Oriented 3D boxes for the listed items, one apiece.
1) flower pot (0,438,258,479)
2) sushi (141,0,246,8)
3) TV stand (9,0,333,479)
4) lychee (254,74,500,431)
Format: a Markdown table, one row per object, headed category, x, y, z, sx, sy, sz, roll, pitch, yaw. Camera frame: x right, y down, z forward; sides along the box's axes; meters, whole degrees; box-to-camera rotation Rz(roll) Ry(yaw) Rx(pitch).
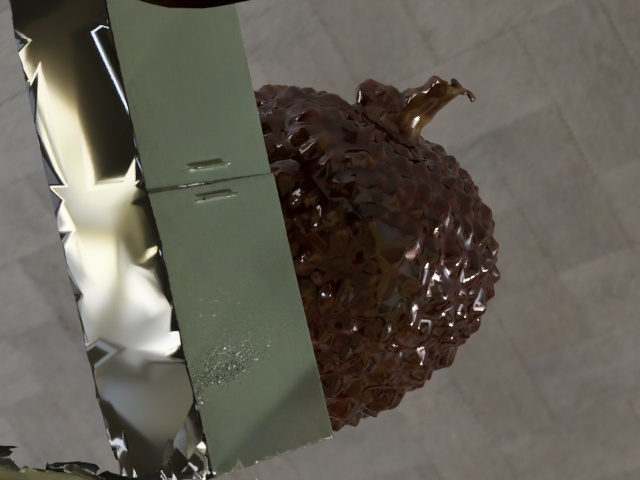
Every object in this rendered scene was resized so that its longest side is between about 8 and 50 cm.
| category | x | y | z | sx | sy | sz | roll | pitch | yaw |
| --- | --- | --- | --- | --- | --- | --- | --- | --- | --- |
| flower pot | -0.148 | 0.188 | 0.392 | 0.290 | 0.259 | 0.290 | 3 | 161 | 1 |
| sushi | -0.053 | -0.193 | 0.472 | 0.227 | 0.215 | 0.212 | 45 | 115 | 35 |
| TV stand | -0.076 | -0.021 | 0.696 | 0.088 | 0.083 | 0.269 | -15 | 89 | 47 |
| lychee | 0.000 | 0.000 | 1.017 | 0.264 | 0.264 | 0.300 | 36 | 91 | -4 |
